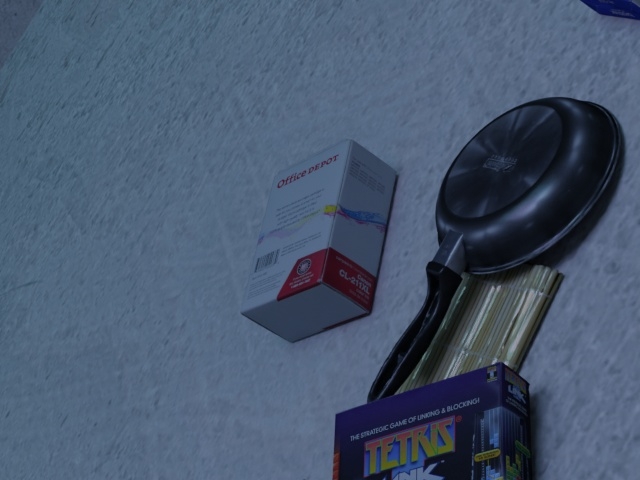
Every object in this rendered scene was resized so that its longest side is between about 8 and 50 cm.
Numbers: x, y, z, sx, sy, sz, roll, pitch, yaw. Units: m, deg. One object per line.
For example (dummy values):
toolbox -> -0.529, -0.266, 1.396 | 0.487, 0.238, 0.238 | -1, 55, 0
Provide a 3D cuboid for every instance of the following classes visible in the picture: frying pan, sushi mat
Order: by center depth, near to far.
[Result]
sushi mat -> 0.095, 0.151, 1.266 | 0.151, 0.019, 0.316 | 8, 68, 59
frying pan -> 0.129, -0.014, 1.316 | 0.326, 0.053, 0.197 | -41, 29, 9

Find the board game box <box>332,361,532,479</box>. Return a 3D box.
board game box -> 0.087, 0.188, 1.176 | 0.170, 0.048, 0.141 | -22, 50, 32

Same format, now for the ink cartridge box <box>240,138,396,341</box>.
ink cartridge box -> 0.000, 0.000, 1.496 | 0.127, 0.072, 0.175 | -24, 43, 45

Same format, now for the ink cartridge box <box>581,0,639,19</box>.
ink cartridge box -> 0.317, -0.302, 1.333 | 0.207, 0.046, 0.097 | -62, 29, 0

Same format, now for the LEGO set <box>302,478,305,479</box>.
LEGO set -> -0.101, 0.329, 1.329 | 0.132, 0.107, 0.287 | 29, 85, 27
